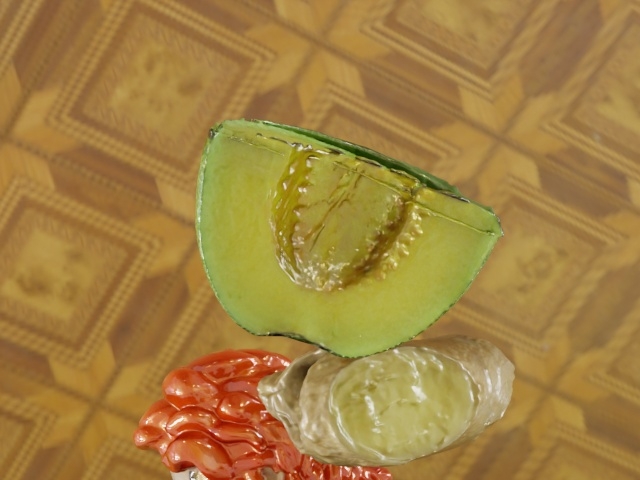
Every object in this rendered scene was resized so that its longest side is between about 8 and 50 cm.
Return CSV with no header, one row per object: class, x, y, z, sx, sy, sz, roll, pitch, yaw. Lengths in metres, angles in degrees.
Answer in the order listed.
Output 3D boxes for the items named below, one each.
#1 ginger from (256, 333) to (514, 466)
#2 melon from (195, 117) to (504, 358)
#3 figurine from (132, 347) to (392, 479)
ginger,0.070,0.164,1.728,0.276,0.221,0.130,0,91,-11
melon,0.000,0.000,1.436,0.265,0.129,0.169,17,102,-14
figurine,-0.084,0.331,1.875,0.306,0.241,0.411,14,85,-9
